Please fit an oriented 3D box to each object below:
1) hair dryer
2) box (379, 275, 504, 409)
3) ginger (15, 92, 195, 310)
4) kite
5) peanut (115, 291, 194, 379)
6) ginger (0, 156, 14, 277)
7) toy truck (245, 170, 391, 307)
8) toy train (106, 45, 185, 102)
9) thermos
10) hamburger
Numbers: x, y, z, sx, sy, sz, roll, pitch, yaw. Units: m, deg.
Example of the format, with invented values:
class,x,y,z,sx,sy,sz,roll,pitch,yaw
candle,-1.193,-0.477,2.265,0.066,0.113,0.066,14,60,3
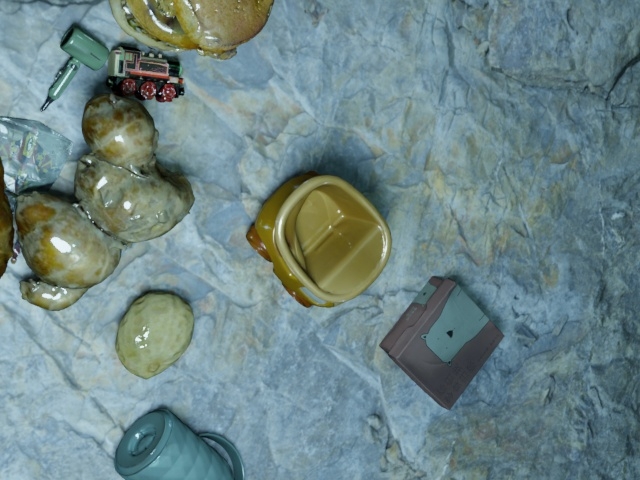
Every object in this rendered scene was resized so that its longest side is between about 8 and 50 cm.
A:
class,x,y,z,sx,sy,sz,roll,pitch,yaw
hair dryer,-0.418,-0.273,1.532,0.071,0.047,0.150,34,90,-33
box,0.263,0.220,2.016,0.215,0.086,0.215,-51,121,-10
ginger,-0.373,-0.048,1.536,0.375,0.176,0.256,-51,132,1
kite,-0.507,-0.082,1.541,0.141,0.015,0.245,17,93,-31
peanut,-0.298,0.171,1.666,0.140,0.109,0.159,17,91,-31
ginger,-0.619,0.003,1.407,0.357,0.152,0.274,-33,121,-16
toy truck,0.000,0.000,1.740,0.204,0.211,0.288,-45,116,-12
toy train,-0.298,-0.283,1.592,0.138,0.050,0.087,3,97,-31
thermos,-0.241,0.439,1.756,0.286,0.145,0.182,48,43,-32
hamburger,-0.215,-0.428,1.511,0.260,0.211,0.245,8,90,-37
